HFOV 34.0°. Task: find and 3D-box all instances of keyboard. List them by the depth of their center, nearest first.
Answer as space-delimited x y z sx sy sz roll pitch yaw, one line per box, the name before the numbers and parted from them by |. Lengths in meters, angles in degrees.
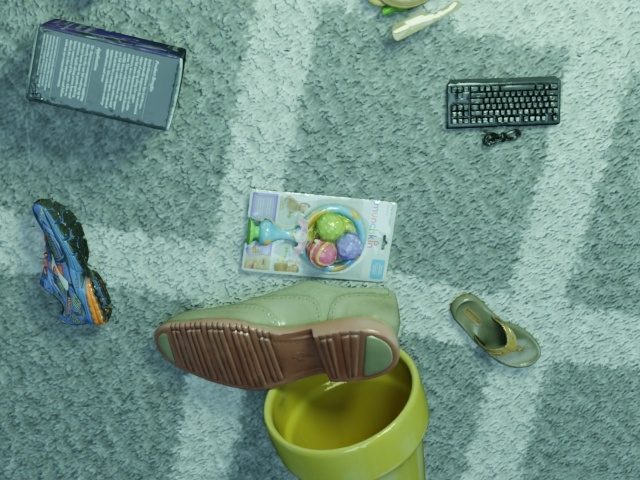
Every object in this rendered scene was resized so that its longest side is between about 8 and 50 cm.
keyboard | 0.288 -0.201 1.643 0.180 0.023 0.108 -2 107 -4

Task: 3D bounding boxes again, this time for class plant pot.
plant pot | 0.064 0.325 1.674 0.254 0.254 0.239 -21 123 1

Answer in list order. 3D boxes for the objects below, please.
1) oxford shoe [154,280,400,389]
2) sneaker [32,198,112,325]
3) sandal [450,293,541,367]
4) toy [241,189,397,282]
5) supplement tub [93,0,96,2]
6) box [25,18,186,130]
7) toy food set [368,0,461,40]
oxford shoe | -0.065 0.143 1.668 0.397 0.146 0.140 1 129 11
sneaker | -0.402 0.041 1.622 0.087 0.083 0.221 -17 105 5
sandal | 0.290 0.156 1.733 0.180 0.049 0.072 38 99 -14
toy | 0.000 0.000 1.658 0.237 0.056 0.136 6 107 -7
supplement tub | -0.336 -0.405 1.501 0.071 0.071 0.107 -41 106 7
box | -0.304 -0.242 1.510 0.207 0.153 0.108 11 104 -10
toy food set | 0.120 -0.407 1.565 0.132 0.038 0.192 -25 96 -3
